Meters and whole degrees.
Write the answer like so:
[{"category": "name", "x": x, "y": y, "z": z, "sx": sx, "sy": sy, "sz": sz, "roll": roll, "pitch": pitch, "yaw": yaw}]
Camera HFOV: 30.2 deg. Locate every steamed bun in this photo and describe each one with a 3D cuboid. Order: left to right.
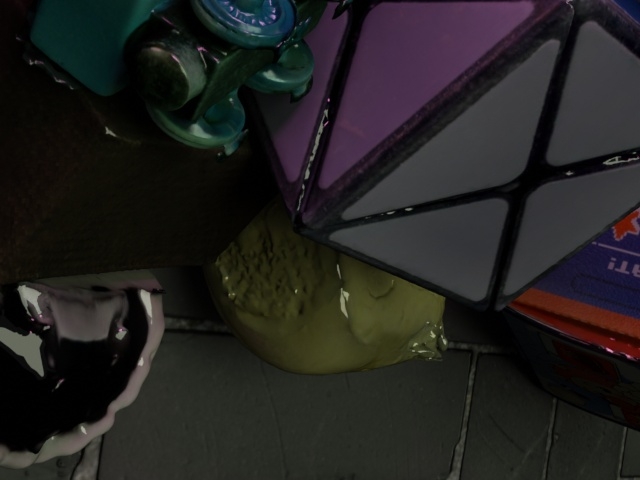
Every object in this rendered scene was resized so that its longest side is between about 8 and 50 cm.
[{"category": "steamed bun", "x": 0.000, "y": 0.000, "z": 1.099, "sx": 0.232, "sy": 0.166, "sz": 0.273, "roll": -10, "pitch": 85, "yaw": -57}]

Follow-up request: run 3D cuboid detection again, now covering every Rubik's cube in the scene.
[{"category": "Rubik's cube", "x": 0.104, "y": -0.131, "z": 0.890, "sx": 0.255, "sy": 0.260, "sz": 0.259, "roll": -42, "pitch": 137, "yaw": 24}]

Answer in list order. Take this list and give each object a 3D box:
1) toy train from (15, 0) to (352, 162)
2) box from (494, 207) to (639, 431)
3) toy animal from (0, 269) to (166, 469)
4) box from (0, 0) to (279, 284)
[{"category": "toy train", "x": -0.075, "y": -0.154, "z": 0.736, "sx": 0.163, "sy": 0.112, "sz": 0.203, "roll": 39, "pitch": 41, "yaw": 5}, {"category": "box", "x": 0.386, "y": 0.059, "z": 1.286, "sx": 0.256, "sy": 0.319, "sz": 0.348, "roll": -64, "pitch": 155, "yaw": -14}, {"category": "toy animal", "x": -0.239, "y": 0.059, "z": 0.880, "sx": 0.208, "sy": 0.204, "sz": 0.156, "roll": 10, "pitch": 115, "yaw": -55}, {"category": "box", "x": -0.156, "y": -0.087, "z": 0.871, "sx": 0.143, "sy": 0.184, "sz": 0.273, "roll": -46, "pitch": 161, "yaw": 22}]
